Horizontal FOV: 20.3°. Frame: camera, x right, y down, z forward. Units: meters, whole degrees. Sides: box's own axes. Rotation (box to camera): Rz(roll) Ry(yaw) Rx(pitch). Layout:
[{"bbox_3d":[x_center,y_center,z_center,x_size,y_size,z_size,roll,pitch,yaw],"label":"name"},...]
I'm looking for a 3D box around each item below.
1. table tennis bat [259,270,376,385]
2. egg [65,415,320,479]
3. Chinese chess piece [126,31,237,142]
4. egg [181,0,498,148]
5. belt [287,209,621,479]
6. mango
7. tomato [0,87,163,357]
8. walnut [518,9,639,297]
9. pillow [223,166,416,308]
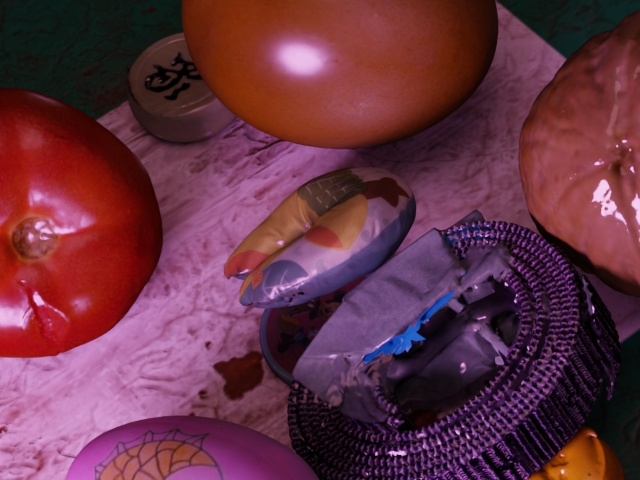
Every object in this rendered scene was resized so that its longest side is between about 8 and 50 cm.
[{"bbox_3d":[0.054,0.090,1.863,0.244,0.040,0.153,-1,58,15],"label":"table tennis bat"},{"bbox_3d":[-0.117,0.263,1.674,0.271,0.196,0.196,0,52,33],"label":"egg"},{"bbox_3d":[-0.156,-0.182,2.101,0.144,0.058,0.144,-7,53,9],"label":"Chinese chess piece"},{"bbox_3d":[0.020,-0.241,1.964,0.351,0.282,0.283,5,54,10],"label":"egg"},{"bbox_3d":[0.122,0.127,1.727,0.325,0.122,0.260,-37,49,4],"label":"belt"},{"bbox_3d":[0.219,0.217,1.710,0.187,0.066,0.101,32,74,37],"label":"mango"},{"bbox_3d":[-0.320,-0.023,1.908,0.298,0.299,0.226,-27,12,-8],"label":"tomato"},{"bbox_3d":[0.352,-0.080,1.757,0.332,0.333,0.333,-6,52,8],"label":"walnut"},{"bbox_3d":[0.000,0.000,1.857,0.214,0.086,0.233,-33,18,0],"label":"pillow"}]
